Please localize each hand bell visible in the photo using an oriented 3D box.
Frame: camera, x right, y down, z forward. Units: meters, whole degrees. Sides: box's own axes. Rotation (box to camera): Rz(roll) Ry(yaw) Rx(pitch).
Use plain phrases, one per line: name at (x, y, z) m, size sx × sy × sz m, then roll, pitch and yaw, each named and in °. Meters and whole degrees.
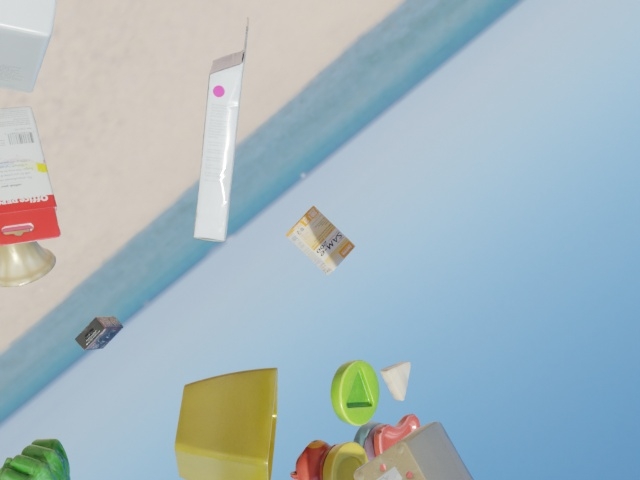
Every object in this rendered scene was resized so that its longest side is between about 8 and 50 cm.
hand bell at (-0.564, -0.051, 1.858) m, size 0.126 × 0.242 × 0.126 m, roll -7°, pitch -150°, yaw 4°

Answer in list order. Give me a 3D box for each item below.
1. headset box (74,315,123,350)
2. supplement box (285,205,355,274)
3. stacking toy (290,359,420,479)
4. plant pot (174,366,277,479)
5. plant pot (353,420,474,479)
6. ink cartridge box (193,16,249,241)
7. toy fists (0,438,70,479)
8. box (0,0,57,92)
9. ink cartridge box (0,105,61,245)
headset box at (-0.418, 0.174, 1.968) m, size 0.062 × 0.032 × 0.083 m, roll -46°, pitch 168°, yaw 9°
supplement box at (0.000, 0.000, 1.724) m, size 0.062 × 0.098 × 0.036 m, roll -48°, pitch -177°, yaw -25°
stacking toy at (0.070, 0.384, 2.166) m, size 0.130 × 0.280 × 0.309 m, roll -4°, pitch 175°, yaw 39°
plant pot at (-0.187, 0.387, 2.088) m, size 0.212 × 0.187 × 0.212 m, roll 93°, pitch 2°, yaw -53°
plant pot at (0.100, 0.275, 1.175) m, size 0.109 × 0.109 × 0.096 m, roll -38°, pitch 156°, yaw 17°
ink cartridge box at (-0.171, -0.199, 1.822) m, size 0.176 × 0.069 × 0.371 m, roll -102°, pitch -159°, yaw -72°
toy fists at (-0.532, 0.457, 1.780) m, size 0.279 × 0.096 × 0.142 m, roll -51°, pitch 162°, yaw -35°
box at (-0.449, -0.349, 1.416) m, size 0.345 × 0.168 × 0.215 m, roll 167°, pitch -70°, yaw -70°
ink cartridge box at (-0.498, -0.088, 1.639) m, size 0.134 × 0.231 × 0.078 m, roll -9°, pitch 161°, yaw -26°
